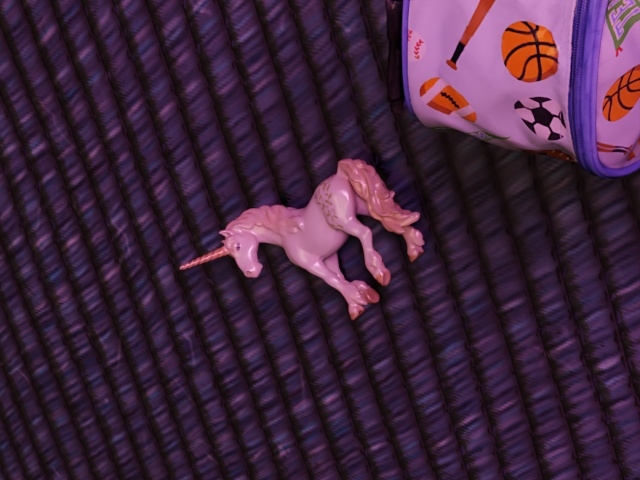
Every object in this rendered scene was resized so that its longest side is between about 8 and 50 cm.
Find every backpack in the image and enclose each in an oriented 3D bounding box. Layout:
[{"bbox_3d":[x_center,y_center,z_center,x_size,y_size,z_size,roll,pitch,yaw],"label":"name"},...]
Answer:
[{"bbox_3d":[0.145,-0.154,0.892,0.213,0.263,0.276,17,126,31],"label":"backpack"}]

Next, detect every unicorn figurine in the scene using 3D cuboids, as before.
[{"bbox_3d":[0.000,0.000,1.278,0.111,0.060,0.162,46,121,6],"label":"unicorn figurine"}]
